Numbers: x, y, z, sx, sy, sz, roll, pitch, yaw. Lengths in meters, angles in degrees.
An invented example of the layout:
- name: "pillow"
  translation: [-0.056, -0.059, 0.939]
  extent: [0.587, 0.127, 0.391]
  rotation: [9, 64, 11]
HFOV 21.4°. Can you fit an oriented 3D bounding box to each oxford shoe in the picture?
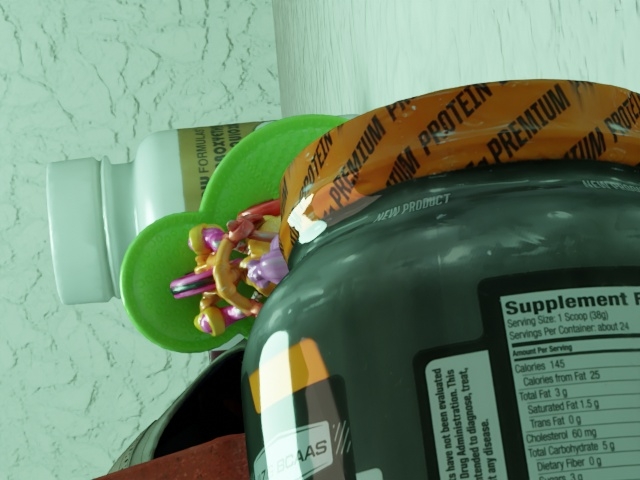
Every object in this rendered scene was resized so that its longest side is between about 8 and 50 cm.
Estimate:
- name: "oxford shoe"
  translation: [-0.016, 0.088, 0.922]
  extent: [0.271, 0.097, 0.098]
  rotation: [-43, -10, -44]

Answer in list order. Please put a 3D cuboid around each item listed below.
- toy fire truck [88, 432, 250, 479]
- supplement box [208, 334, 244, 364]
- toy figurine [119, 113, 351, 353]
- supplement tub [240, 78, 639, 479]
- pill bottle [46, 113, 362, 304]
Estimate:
- name: "toy fire truck"
  translation: [-0.040, 0.176, 0.757]
  extent: [0.302, 0.254, 0.169]
  rotation: [90, 173, -56]
- name: "supplement box"
  translation: [-0.003, 0.137, 1.117]
  extent: [0.073, 0.130, 0.239]
  rotation: [-101, 8, -60]
- name: "toy figurine"
  translation: [0.000, 0.000, 0.799]
  extent: [0.159, 0.173, 0.130]
  rotation: [166, 87, -74]
- name: "supplement tub"
  translation: [0.045, 0.071, 0.346]
  extent: [0.117, 0.117, 0.190]
  rotation: [94, 171, -68]
- name: "pill bottle"
  translation: [-0.073, -0.016, 1.202]
  extent: [0.131, 0.229, 0.131]
  rotation: [174, 90, -86]
